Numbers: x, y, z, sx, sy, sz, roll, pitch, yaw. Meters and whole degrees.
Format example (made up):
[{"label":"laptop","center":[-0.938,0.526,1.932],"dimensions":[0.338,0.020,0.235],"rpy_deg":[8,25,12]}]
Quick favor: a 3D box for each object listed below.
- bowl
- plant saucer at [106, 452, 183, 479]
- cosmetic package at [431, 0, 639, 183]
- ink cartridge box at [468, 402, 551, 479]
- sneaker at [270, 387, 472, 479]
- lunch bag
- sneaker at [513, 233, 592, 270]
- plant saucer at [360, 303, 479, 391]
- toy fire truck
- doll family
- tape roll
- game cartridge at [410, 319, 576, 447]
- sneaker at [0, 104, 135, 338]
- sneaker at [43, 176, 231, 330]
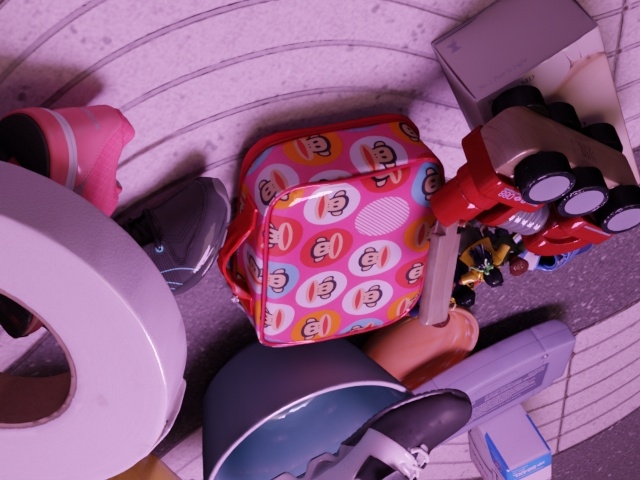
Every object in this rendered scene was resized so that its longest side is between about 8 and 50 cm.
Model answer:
[{"label":"bowl","center":[-0.035,0.234,1.530],"dimensions":[0.312,0.163,0.311],"rpy_deg":[-17,141,-15]},{"label":"plant saucer","center":[-0.260,0.326,1.424],"dimensions":[0.081,0.333,0.332],"rpy_deg":[-64,145,-26]},{"label":"cosmetic package","center":[0.263,-0.146,1.338],"dimensions":[0.160,0.113,0.309],"rpy_deg":[-32,143,5]},{"label":"ink cartridge box","center":[0.316,0.359,1.902],"dimensions":[0.086,0.148,0.203],"rpy_deg":[-24,141,-9]},{"label":"sneaker","center":[0.073,0.322,1.452],"dimensions":[0.330,0.146,0.122],"rpy_deg":[-35,140,4]},{"label":"lunch bag","center":[0.000,0.000,1.326],"dimensions":[0.258,0.120,0.293],"rpy_deg":[-12,139,-20]},{"label":"sneaker","center":[0.334,0.015,1.604],"dimensions":[0.144,0.059,0.053],"rpy_deg":[-8,135,-27]},{"label":"plant saucer","center":[0.135,0.157,1.654],"dimensions":[0.200,0.037,0.200],"rpy_deg":[-18,140,-16]},{"label":"toy fire truck","center":[0.212,-0.020,1.260],"dimensions":[0.217,0.158,0.246],"rpy_deg":[16,139,-41]},{"label":"doll family","center":[0.190,0.046,1.504],"dimensions":[0.193,0.111,0.076],"rpy_deg":[-39,141,13]},{"label":"tape roll","center":[-0.320,0.089,1.095],"dimensions":[0.392,0.072,0.392],"rpy_deg":[7,130,8]},{"label":"game cartridge","center":[0.254,0.228,1.757],"dimensions":[0.294,0.060,0.196],"rpy_deg":[-25,156,-12]},{"label":"sneaker","center":[-0.263,-0.013,1.154],"dimensions":[0.136,0.116,0.314],"rpy_deg":[-23,152,-41]},{"label":"sneaker","center":[-0.206,0.026,1.242],"dimensions":[0.267,0.101,0.106],"rpy_deg":[-45,137,18]}]
